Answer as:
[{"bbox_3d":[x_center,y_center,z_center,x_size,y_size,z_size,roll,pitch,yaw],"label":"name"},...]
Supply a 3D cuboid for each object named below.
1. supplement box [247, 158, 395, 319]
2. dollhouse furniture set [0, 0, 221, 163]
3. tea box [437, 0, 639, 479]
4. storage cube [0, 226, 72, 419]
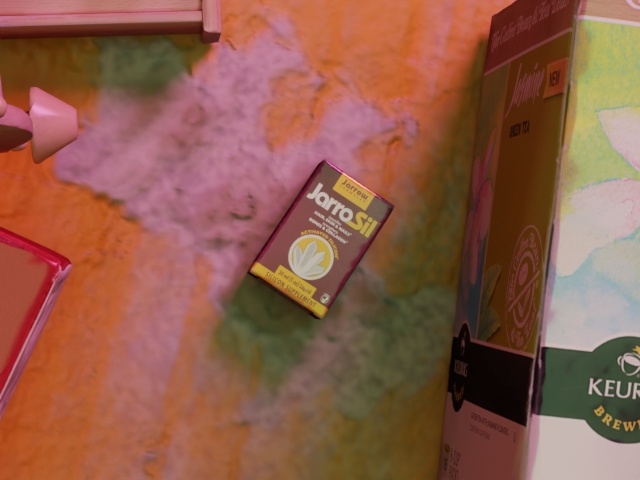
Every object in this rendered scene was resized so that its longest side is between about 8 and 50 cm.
[{"bbox_3d":[0.000,0.000,0.955,0.055,0.043,0.083,33,85,-3],"label":"supplement box"},{"bbox_3d":[-0.131,-0.197,0.789,0.174,0.355,0.303,-3,89,-7],"label":"dollhouse furniture set"},{"bbox_3d":[0.259,0.027,0.894,0.329,0.220,0.323,6,88,-6],"label":"tea box"},{"bbox_3d":[-0.264,0.057,0.857,0.193,0.183,0.215,24,86,-7],"label":"storage cube"}]
